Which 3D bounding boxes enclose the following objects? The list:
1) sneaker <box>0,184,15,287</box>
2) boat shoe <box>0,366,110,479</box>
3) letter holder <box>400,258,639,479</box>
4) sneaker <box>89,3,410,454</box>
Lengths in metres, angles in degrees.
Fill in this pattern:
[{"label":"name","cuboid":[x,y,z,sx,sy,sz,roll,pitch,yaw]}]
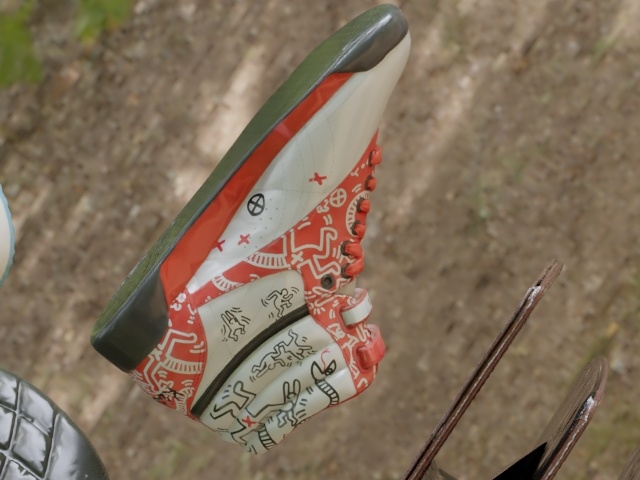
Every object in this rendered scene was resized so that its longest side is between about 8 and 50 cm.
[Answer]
[{"label":"sneaker","cuboid":[-0.216,-0.069,0.726,0.087,0.228,0.092,-37,-10,20]},{"label":"boat shoe","cuboid":[-0.258,0.139,1.086,0.122,0.324,0.120,-40,-36,-38]},{"label":"letter holder","cuboid":[0.166,0.138,1.209,0.214,0.152,0.302,-59,-7,5]},{"label":"sneaker","cuboid":[-0.001,0.000,1.028,0.270,0.145,0.090,-51,13,1]}]
